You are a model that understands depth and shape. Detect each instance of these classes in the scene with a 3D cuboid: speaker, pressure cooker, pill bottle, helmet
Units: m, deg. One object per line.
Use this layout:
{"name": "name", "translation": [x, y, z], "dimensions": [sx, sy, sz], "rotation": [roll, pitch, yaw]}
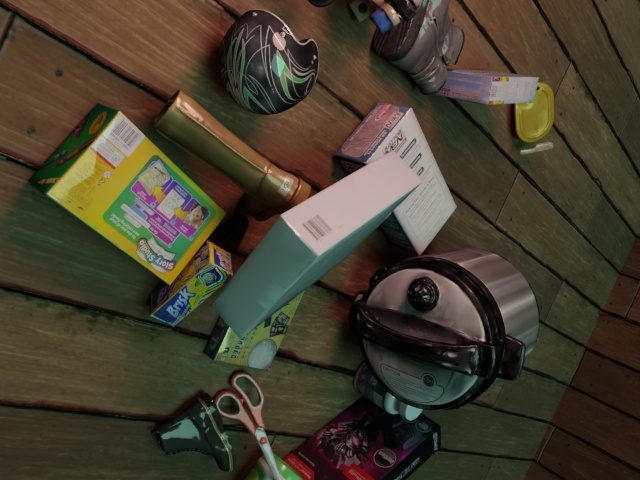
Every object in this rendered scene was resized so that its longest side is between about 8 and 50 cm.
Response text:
{"name": "speaker", "translation": [-0.174, 0.648, 1.384], "dimensions": [0.296, 0.131, 0.131], "rotation": [-50, 134, -15]}
{"name": "pressure cooker", "translation": [0.294, 0.206, 1.440], "dimensions": [0.370, 0.375, 0.421], "rotation": [-37, 163, 32]}
{"name": "pill bottle", "translation": [0.187, 0.398, 1.578], "dimensions": [0.108, 0.180, 0.107], "rotation": [-20, 120, -38]}
{"name": "helmet", "translation": [-0.096, -0.303, 1.020], "dimensions": [0.162, 0.170, 0.169], "rotation": [-15, 119, -58]}

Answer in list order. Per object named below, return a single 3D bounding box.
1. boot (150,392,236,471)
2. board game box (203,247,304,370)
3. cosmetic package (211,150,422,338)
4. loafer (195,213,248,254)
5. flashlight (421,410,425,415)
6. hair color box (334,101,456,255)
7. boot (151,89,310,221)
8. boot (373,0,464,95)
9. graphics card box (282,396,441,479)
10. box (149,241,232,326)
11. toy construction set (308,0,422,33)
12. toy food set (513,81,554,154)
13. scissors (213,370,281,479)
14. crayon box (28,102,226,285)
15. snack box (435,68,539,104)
{"name": "boot", "translation": [-0.267, 0.434, 1.251], "dimensions": [0.137, 0.077, 0.197], "rotation": [-28, 112, -27]}
{"name": "board game box", "translation": [-0.129, 0.151, 1.270], "dimensions": [0.165, 0.042, 0.243], "rotation": [25, 89, -47]}
{"name": "cosmetic package", "translation": [0.000, 0.000, 1.118], "dimensions": [0.377, 0.097, 0.284], "rotation": [-34, 168, -48]}
{"name": "loafer", "translation": [-0.206, 0.008, 1.123], "dimensions": [0.170, 0.062, 0.061], "rotation": [-50, 130, -17]}
{"name": "flashlight", "translation": [0.324, 0.440, 1.787], "dimensions": [0.103, 0.103, 0.303], "rotation": [22, 91, -49]}
{"name": "hair color box", "translation": [0.188, -0.138, 1.401], "dimensions": [0.174, 0.105, 0.347], "rotation": [-51, 135, -15]}
{"name": "boot", "translation": [-0.169, -0.144, 1.041], "dimensions": [0.270, 0.236, 0.089], "rotation": [33, 72, -23]}
{"name": "boot", "translation": [0.260, -0.515, 1.319], "dimensions": [0.223, 0.118, 0.338], "rotation": [18, 106, -49]}
{"name": "graphics card box", "translation": [0.110, 0.556, 1.538], "dimensions": [0.371, 0.233, 0.094], "rotation": [-27, 124, -32]}
{"name": "box", "translation": [-0.234, 0.081, 1.065], "dimensions": [0.169, 0.059, 0.054], "rotation": [-40, 128, 21]}
{"name": "toy construction set", "translation": [0.108, -0.545, 1.100], "dimensions": [0.308, 0.258, 0.237], "rotation": [-59, -177, 16]}
{"name": "toy food set", "translation": [0.614, -0.365, 1.746], "dimensions": [0.128, 0.071, 0.217], "rotation": [-19, 121, -9]}
{"name": "scissors", "translation": [-0.128, 0.426, 1.324], "dimensions": [0.109, 0.021, 0.297], "rotation": [-39, 105, -20]}
{"name": "crayon box", "translation": [-0.304, -0.068, 0.980], "dimensions": [0.165, 0.081, 0.278], "rotation": [-53, 135, -12]}
{"name": "snack box", "translation": [0.401, -0.379, 1.450], "dimensions": [0.207, 0.175, 0.070], "rotation": [-14, 118, -39]}
